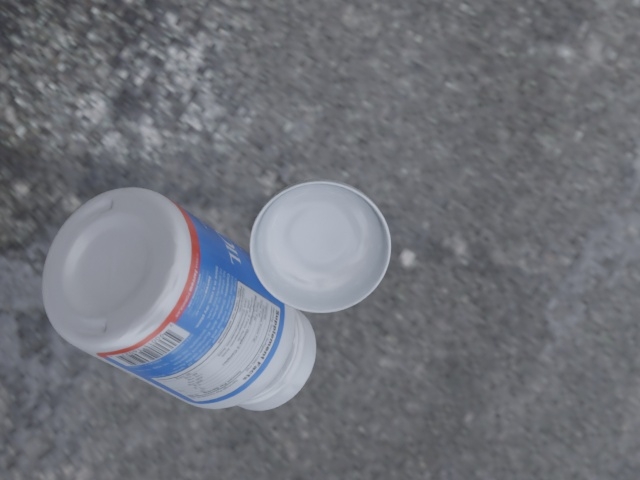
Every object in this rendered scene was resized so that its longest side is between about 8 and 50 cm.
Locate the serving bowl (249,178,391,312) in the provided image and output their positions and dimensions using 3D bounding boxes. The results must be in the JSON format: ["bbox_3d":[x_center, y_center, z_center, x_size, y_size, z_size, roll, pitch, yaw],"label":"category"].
[{"bbox_3d":[0.000,0.000,1.021,0.083,0.027,0.083,0,110,0],"label":"serving bowl"}]

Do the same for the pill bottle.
[{"bbox_3d":[-0.095,0.054,1.275,0.124,0.124,0.221,-53,145,0],"label":"pill bottle"}]
